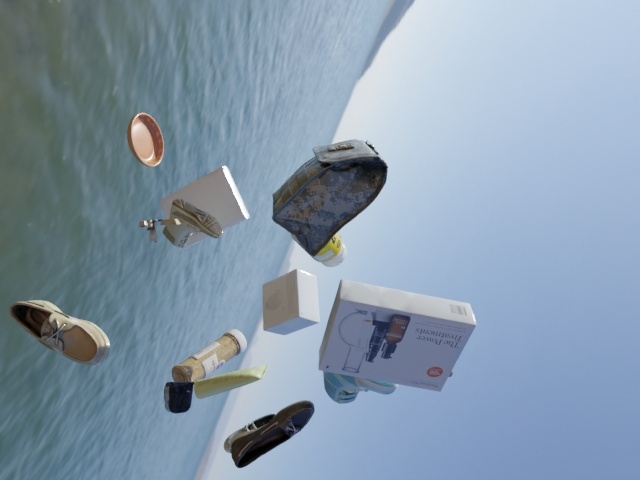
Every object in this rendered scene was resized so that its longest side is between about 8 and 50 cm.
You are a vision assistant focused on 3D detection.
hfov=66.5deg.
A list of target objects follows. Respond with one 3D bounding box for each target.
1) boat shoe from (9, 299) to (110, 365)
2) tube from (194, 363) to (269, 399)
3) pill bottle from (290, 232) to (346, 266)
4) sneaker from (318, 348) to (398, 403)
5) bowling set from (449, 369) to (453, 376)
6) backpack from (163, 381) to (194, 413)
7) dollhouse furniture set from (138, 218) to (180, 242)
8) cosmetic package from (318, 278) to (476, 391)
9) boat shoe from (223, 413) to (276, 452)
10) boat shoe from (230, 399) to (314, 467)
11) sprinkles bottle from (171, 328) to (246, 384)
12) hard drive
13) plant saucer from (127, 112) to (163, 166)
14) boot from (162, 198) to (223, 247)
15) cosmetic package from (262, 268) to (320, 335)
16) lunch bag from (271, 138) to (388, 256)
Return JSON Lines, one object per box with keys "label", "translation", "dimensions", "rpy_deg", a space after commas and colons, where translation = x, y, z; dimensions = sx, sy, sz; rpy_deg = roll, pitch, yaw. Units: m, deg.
{"label": "boat shoe", "translation": [-0.690, 0.240, 1.283], "dimensions": [0.109, 0.303, 0.098], "rpy_deg": [-64, 160, -5]}
{"label": "tube", "translation": [-0.283, 0.449, 1.556], "dimensions": [0.062, 0.240, 0.070], "rpy_deg": [60, 15, -51]}
{"label": "pill bottle", "translation": [0.000, 0.000, 1.572], "dimensions": [0.208, 0.119, 0.119], "rpy_deg": [47, 59, -52]}
{"label": "sneaker", "translation": [0.134, 0.496, 1.691], "dimensions": [0.127, 0.319, 0.208], "rpy_deg": [-22, 119, -40]}
{"label": "bowling set", "translation": [0.481, 0.514, 1.996], "dimensions": [0.200, 0.154, 0.286], "rpy_deg": [-120, -173, -59]}
{"label": "backpack", "translation": [-0.542, 0.596, 1.855], "dimensions": [0.084, 0.105, 0.114], "rpy_deg": [-21, -115, 49]}
{"label": "dollhouse furniture set", "translation": [-0.544, -0.031, 1.669], "dimensions": [0.091, 0.115, 0.081], "rpy_deg": [-24, 111, -76]}
{"label": "cosmetic package", "translation": [0.206, 0.278, 1.393], "dimensions": [0.097, 0.378, 0.284], "rpy_deg": [-85, -173, -54]}
{"label": "boat shoe", "translation": [-0.256, 0.709, 1.822], "dimensions": [0.228, 0.079, 0.081], "rpy_deg": [-16, 135, -37]}
{"label": "boat shoe", "translation": [-0.158, 0.679, 1.697], "dimensions": [0.335, 0.112, 0.095], "rpy_deg": [-30, -148, 2]}
{"label": "sprinkles bottle", "translation": [-0.491, 0.527, 2.184], "dimensions": [0.355, 0.121, 0.121], "rpy_deg": [-29, 150, -50]}
{"label": "hard drive", "translation": [-0.486, -0.131, 2.033], "dimensions": [0.353, 0.232, 0.047], "rpy_deg": [-23, -177, 24]}
{"label": "plant saucer", "translation": [-0.660, -0.374, 1.830], "dimensions": [0.200, 0.037, 0.199], "rpy_deg": [-4, 90, -74]}
{"label": "boot", "translation": [-0.471, -0.034, 1.793], "dimensions": [0.165, 0.213, 0.077], "rpy_deg": [-59, 177, 30]}
{"label": "cosmetic package", "translation": [-0.132, 0.275, 2.155], "dimensions": [0.225, 0.138, 0.223], "rpy_deg": [-27, -125, 36]}
{"label": "lunch bag", "translation": [0.025, -0.136, 1.194], "dimensions": [0.287, 0.169, 0.235], "rpy_deg": [-42, -162, 10]}
